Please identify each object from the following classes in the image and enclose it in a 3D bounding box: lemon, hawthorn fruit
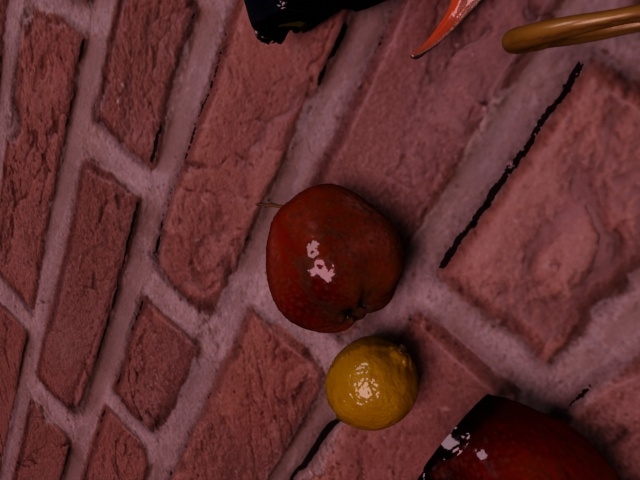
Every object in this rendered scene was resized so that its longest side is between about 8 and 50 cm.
[{"bbox_3d":[0.063,0.170,0.670,0.109,0.109,0.133,45,116,13],"label":"lemon"},{"bbox_3d":[0.222,0.271,0.571,0.251,0.189,0.190,20,117,6],"label":"hawthorn fruit"},{"bbox_3d":[0.000,0.000,0.647,0.162,0.162,0.204,-46,61,35],"label":"hawthorn fruit"}]

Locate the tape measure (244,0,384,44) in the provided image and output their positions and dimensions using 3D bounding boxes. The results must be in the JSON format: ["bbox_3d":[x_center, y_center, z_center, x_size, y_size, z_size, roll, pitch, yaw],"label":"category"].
[{"bbox_3d":[-0.010,-0.315,0.560,0.199,0.112,0.186,-8,99,34],"label":"tape measure"}]

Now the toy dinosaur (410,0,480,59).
[{"bbox_3d":[0.156,-0.291,0.494,0.101,0.055,0.280,30,119,11],"label":"toy dinosaur"}]

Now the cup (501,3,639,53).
[{"bbox_3d":[0.263,-0.132,0.348,0.255,0.256,0.178,-33,86,37],"label":"cup"}]
